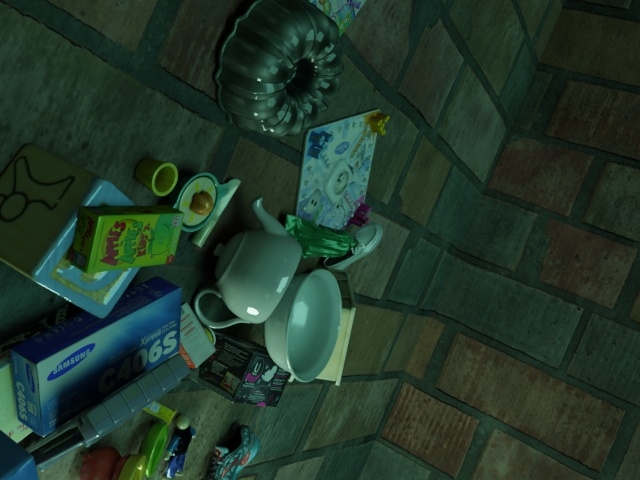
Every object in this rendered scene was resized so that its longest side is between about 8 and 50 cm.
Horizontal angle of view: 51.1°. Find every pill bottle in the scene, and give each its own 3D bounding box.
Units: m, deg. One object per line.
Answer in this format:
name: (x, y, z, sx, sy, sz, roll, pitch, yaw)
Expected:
pill bottle: (-0.318, 0.255, 1.640, 0.116, 0.065, 0.065, -26, 133, -50)

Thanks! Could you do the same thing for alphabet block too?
alphabet block: (-0.421, -0.014, 1.106, 0.192, 0.197, 0.193, -57, 151, -15)

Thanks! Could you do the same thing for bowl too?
bowl: (-0.067, 0.214, 1.766, 0.298, 0.134, 0.298, -24, 117, -59)

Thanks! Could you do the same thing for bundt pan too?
bundt pan: (-0.067, -0.370, 1.476, 0.331, 0.124, 0.331, -36, 145, -31)

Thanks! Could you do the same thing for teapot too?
teapot: (-0.177, 0.070, 1.630, 0.252, 0.187, 0.256, -49, -163, 52)

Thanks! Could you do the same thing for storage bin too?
storage bin: (0.014, 0.251, 2.038, 0.260, 0.123, 0.262, -95, -167, -67)

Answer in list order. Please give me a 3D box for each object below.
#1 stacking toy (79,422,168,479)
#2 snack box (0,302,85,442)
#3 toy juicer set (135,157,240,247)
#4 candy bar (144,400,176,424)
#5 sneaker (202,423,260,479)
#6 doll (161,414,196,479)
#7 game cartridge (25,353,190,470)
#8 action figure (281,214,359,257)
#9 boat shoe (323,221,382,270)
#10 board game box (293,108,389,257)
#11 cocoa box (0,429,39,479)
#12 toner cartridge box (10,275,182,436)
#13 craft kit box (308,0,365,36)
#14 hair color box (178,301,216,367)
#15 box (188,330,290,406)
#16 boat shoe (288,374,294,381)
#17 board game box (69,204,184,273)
stacking toy: (-0.486, 0.582, 1.612, 0.279, 0.130, 0.309, -68, 174, -68)
snack box: (-0.545, 0.264, 1.249, 0.322, 0.060, 0.187, -37, 141, -44)
toy juicer set: (-0.281, -0.050, 1.441, 0.329, 0.089, 0.209, 9, 103, -62)
candy bar: (-0.403, 0.425, 1.674, 0.040, 0.018, 0.161, -61, 152, -18)
sneaker: (-0.296, 0.658, 1.991, 0.262, 0.104, 0.125, -52, 132, -34)
doll: (-0.379, 0.551, 1.783, 0.129, 0.046, 0.189, -22, 129, -63)
game cartridge: (-0.420, 0.341, 1.305, 0.355, 0.068, 0.230, -34, 174, 42)
action figure: (0.000, 0.000, 1.874, 0.232, 0.063, 0.137, 7, 114, -19)
boat shoe: (0.106, 0.024, 2.125, 0.226, 0.083, 0.076, -44, 162, -1)
board game box: (0.062, -0.172, 1.995, 0.390, 0.050, 0.390, -28, 135, -50)
cocoa box: (-0.584, 0.361, 0.945, 0.228, 0.347, 0.231, -36, 140, -45)
toner cartridge box: (-0.416, 0.210, 1.292, 0.348, 0.075, 0.165, -31, 135, -51)
craft kit box: (0.022, -0.608, 1.582, 0.247, 0.061, 0.250, -60, 152, -17)
hair color box: (-0.313, 0.222, 1.572, 0.072, 0.043, 0.141, -40, 109, -40)
box: (-0.207, 0.345, 1.802, 0.142, 0.163, 0.247, -66, 152, -6)
boat shoe: (-0.102, 0.289, 2.017, 0.117, 0.096, 0.324, -99, -163, -58)
board game box: (-0.302, -0.005, 1.060, 0.181, 0.043, 0.092, -7, 118, -59)
